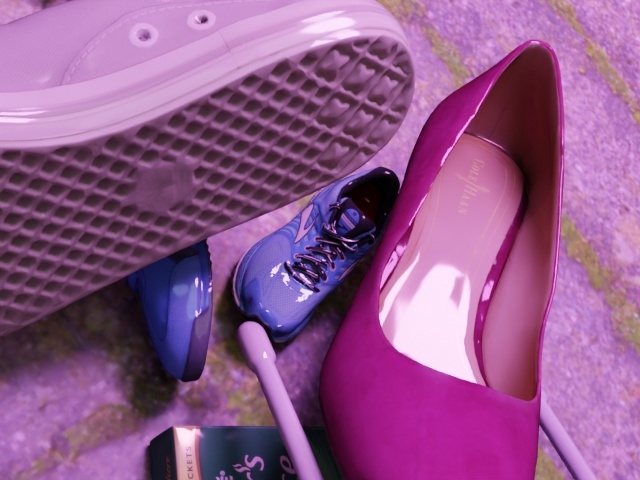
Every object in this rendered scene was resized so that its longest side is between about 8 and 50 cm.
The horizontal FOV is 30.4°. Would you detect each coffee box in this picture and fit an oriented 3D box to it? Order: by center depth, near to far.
[{"bbox_3d":[-0.010,0.171,0.718,0.184,0.040,0.113,7,64,-28],"label":"coffee box"}]

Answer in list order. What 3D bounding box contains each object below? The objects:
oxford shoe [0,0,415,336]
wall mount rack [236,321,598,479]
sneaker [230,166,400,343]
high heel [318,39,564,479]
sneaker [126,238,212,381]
[{"bbox_3d":[-0.165,-0.050,0.623,0.449,0.169,0.130,-22,53,-20],"label":"oxford shoe"},{"bbox_3d":[0.069,0.195,0.659,0.350,0.130,0.304,12,68,-27],"label":"wall mount rack"},{"bbox_3d":[0.000,0.000,0.787,0.063,0.073,0.162,43,53,-7],"label":"sneaker"},{"bbox_3d":[0.089,0.011,0.676,0.127,0.181,0.377,20,27,-10],"label":"high heel"},{"bbox_3d":[-0.115,-0.010,0.734,0.082,0.069,0.209,-3,68,-19],"label":"sneaker"}]
